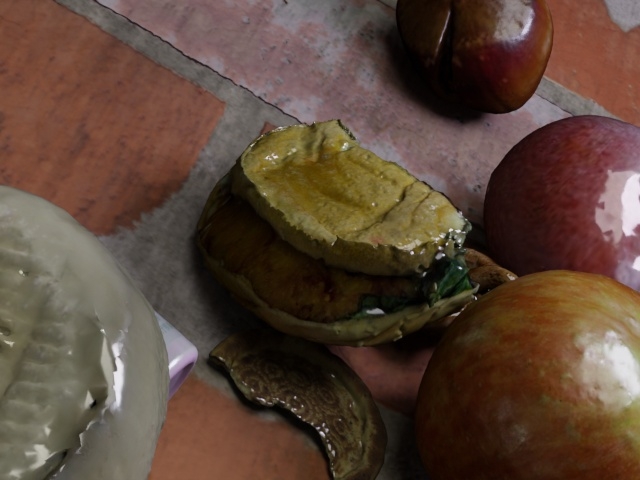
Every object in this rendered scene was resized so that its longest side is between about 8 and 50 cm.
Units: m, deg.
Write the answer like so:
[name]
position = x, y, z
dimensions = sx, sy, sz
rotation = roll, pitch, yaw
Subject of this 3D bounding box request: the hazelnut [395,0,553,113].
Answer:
[hazelnut]
position = 0.185, -0.246, 2.094
dimensions = 0.204, 0.178, 0.178
rotation = 24, 28, 37

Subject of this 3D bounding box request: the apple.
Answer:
[apple]
position = 0.230, 0.183, 1.653
dimensions = 0.277, 0.250, 0.309
rotation = -18, 83, -61

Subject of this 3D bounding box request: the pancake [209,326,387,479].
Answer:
[pancake]
position = -0.020, 0.154, 1.659
dimensions = 0.190, 0.020, 0.184
rotation = 21, 42, -17

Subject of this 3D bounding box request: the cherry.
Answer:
[cherry]
position = 0.295, 0.001, 1.885
dimensions = 0.261, 0.221, 0.307
rotation = 32, 56, -7

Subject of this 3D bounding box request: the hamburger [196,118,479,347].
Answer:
[hamburger]
position = 0.000, 0.000, 1.700
dimensions = 0.211, 0.132, 0.309
rotation = -17, 39, -28

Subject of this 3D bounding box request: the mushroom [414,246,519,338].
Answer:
[mushroom]
position = 0.142, 0.057, 1.793
dimensions = 0.170, 0.080, 0.135
rotation = 12, 34, 40

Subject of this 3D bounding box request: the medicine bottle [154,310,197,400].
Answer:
[medicine bottle]
position = -0.245, 0.056, 1.507
dimensions = 0.274, 0.133, 0.133
rotation = 39, 39, 6

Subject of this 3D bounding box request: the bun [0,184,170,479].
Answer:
[bun]
position = -0.277, 0.135, 1.317
dimensions = 0.359, 0.211, 0.360
rotation = -1, 56, 2
